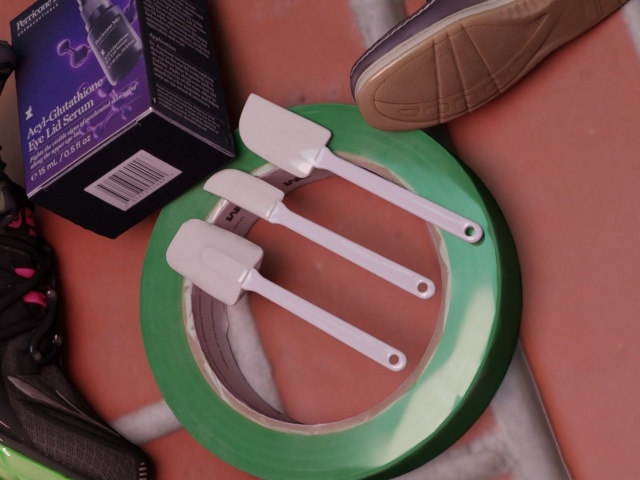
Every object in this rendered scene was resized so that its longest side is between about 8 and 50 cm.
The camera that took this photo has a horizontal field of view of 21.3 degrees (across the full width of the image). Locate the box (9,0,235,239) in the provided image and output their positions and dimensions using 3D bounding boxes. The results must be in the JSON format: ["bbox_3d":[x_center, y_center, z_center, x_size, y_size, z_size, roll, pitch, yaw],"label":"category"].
[{"bbox_3d":[-0.175,-0.133,1.475,0.153,0.108,0.207,-33,51,26],"label":"box"}]

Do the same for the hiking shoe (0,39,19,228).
[{"bbox_3d":[-0.298,-0.061,1.443,0.114,0.086,0.227,26,75,0],"label":"hiking shoe"}]

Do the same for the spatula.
[{"bbox_3d":[0.000,0.000,1.400,0.242,0.019,0.168,28,86,22],"label":"spatula"}]

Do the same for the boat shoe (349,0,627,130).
[{"bbox_3d":[0.141,-0.190,1.400,0.285,0.103,0.092,-33,51,-7],"label":"boat shoe"}]

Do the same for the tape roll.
[{"bbox_3d":[0.006,0.047,1.439,0.321,0.077,0.321,-3,80,21],"label":"tape roll"}]

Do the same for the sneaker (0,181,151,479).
[{"bbox_3d":[-0.311,0.050,1.500,0.202,0.185,0.483,-43,79,-4],"label":"sneaker"}]
